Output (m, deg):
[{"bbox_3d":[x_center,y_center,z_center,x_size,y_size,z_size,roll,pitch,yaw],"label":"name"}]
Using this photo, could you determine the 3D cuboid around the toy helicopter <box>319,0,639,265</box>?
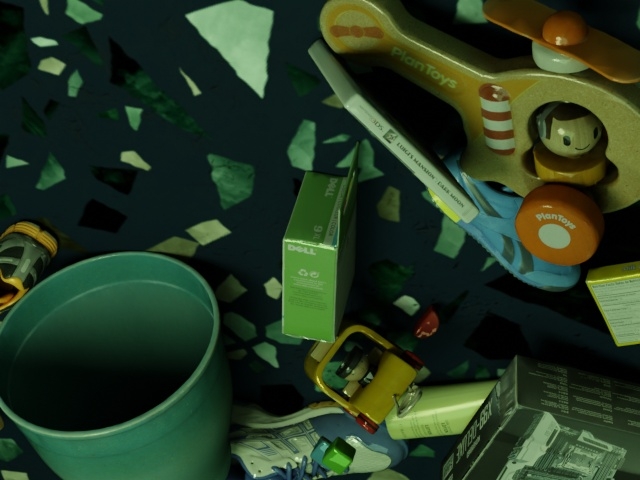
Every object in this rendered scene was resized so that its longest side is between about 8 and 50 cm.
[{"bbox_3d":[0.165,-0.150,1.521,0.355,0.140,0.235,29,141,3],"label":"toy helicopter"}]

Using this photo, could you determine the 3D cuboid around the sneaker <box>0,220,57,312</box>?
[{"bbox_3d":[-0.399,0.056,1.967,0.084,0.083,0.215,32,137,-16],"label":"sneaker"}]

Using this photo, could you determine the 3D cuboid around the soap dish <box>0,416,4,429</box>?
[{"bbox_3d":[-0.570,0.166,2.115,0.228,0.118,0.291,2,136,18],"label":"soap dish"}]

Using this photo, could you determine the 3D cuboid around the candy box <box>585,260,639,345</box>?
[{"bbox_3d":[0.397,0.058,1.725,0.205,0.027,0.105,-10,127,28],"label":"candy box"}]

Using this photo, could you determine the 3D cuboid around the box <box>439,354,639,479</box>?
[{"bbox_3d":[0.323,0.259,1.888,0.307,0.077,0.242,14,139,-11],"label":"box"}]

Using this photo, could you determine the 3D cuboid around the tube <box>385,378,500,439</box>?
[{"bbox_3d":[0.196,0.196,1.921,0.240,0.062,0.070,-7,176,18],"label":"tube"}]

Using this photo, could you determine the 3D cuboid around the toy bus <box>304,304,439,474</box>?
[{"bbox_3d":[0.040,0.143,1.821,0.104,0.191,0.202,36,131,-7],"label":"toy bus"}]

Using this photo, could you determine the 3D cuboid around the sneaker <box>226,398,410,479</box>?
[{"bbox_3d":[-0.035,0.279,2.034,0.296,0.131,0.112,-2,132,20],"label":"sneaker"}]

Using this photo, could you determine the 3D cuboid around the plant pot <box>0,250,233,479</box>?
[{"bbox_3d":[-0.221,0.198,1.915,0.271,0.272,0.255,2,137,18],"label":"plant pot"}]

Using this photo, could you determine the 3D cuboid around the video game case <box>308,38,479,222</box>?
[{"bbox_3d":[0.069,-0.109,1.567,0.022,0.190,0.173,-45,114,9],"label":"video game case"}]

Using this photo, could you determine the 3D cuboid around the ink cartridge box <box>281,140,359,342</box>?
[{"bbox_3d":[0.000,0.000,1.746,0.062,0.109,0.209,10,137,8],"label":"ink cartridge box"}]

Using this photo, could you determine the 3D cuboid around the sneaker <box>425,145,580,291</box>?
[{"bbox_3d":[0.207,-0.023,1.679,0.209,0.069,0.082,38,130,-20],"label":"sneaker"}]
